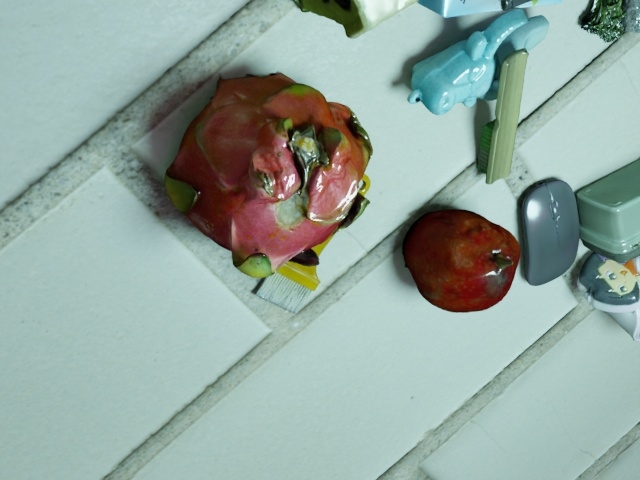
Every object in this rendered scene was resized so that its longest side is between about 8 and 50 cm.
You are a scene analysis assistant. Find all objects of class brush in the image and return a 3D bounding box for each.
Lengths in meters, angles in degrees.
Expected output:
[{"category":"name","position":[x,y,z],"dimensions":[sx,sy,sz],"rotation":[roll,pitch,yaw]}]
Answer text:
[{"category":"brush","position":[0.304,-0.206,1.528],"dimensions":[0.054,0.048,0.282],"rotation":[-30,146,-20]},{"category":"brush","position":[0.000,0.000,1.547],"dimensions":[0.103,0.013,0.272],"rotation":[29,100,-38]}]

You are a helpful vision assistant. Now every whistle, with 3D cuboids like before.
[{"category":"whistle","position":[0.255,-0.288,1.475],"dimensions":[0.274,0.093,0.186],"rotation":[-30,154,-13]}]

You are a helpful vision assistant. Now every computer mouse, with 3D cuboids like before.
[{"category":"computer mouse","position":[0.443,-0.008,1.758],"dimensions":[0.120,0.057,0.232],"rotation":[-23,126,-17]}]

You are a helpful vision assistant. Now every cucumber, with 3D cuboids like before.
[{"category":"cucumber","position":[0.555,-0.420,1.577],"dimensions":[0.064,0.064,0.112],"rotation":[-20,125,-18]}]

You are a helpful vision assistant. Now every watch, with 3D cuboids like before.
[{"category":"watch","position":[0.660,0.098,1.891],"dimensions":[0.244,0.196,0.231],"rotation":[-35,149,-6]}]

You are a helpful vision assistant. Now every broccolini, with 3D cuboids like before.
[{"category":"broccolini","position":[0.496,-0.436,1.539],"dimensions":[0.074,0.058,0.201],"rotation":[-13,124,-30]}]

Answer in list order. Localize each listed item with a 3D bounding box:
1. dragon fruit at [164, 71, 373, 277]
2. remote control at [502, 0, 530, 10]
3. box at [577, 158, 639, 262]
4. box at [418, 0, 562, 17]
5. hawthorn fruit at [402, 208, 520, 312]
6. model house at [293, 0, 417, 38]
[{"category":"dragon fruit","position":[-0.056,-0.083,1.336],"dimensions":[0.305,0.226,0.305],"rotation":[-14,122,-24]},{"category":"remote control","position":[0.321,-0.379,1.400],"dimensions":[0.091,0.016,0.034],"rotation":[-24,133,-13]},{"category":"box","position":[0.610,-0.061,1.766],"dimensions":[0.210,0.148,0.129],"rotation":[-26,119,-16]},{"category":"box","position":[0.271,-0.435,1.402],"dimensions":[0.232,0.083,0.142],"rotation":[-13,125,-24]},{"category":"hawthorn fruit","position":[0.262,0.031,1.584],"dimensions":[0.189,0.251,0.189],"rotation":[0,90,-33]},{"category":"model house","position":[0.068,-0.390,1.220],"dimensions":[0.193,0.234,0.175],"rotation":[-35,128,-9]}]
